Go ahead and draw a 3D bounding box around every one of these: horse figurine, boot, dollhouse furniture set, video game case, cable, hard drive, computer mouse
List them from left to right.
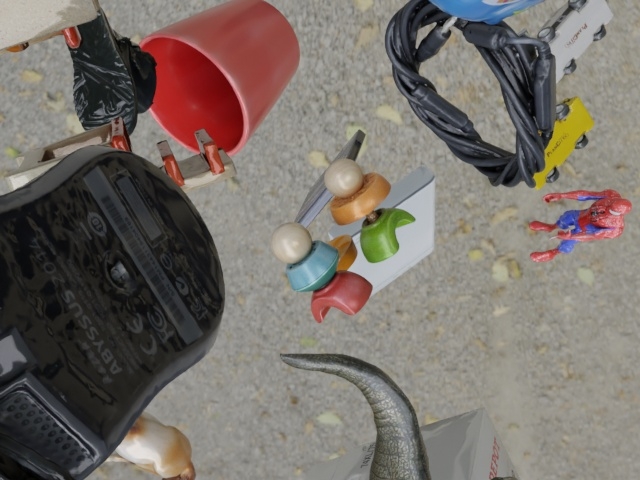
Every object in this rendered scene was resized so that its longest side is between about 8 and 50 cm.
[{"bbox_3d":[-0.127,0.029,0.356,0.072,0.272,0.188,-29,93,19],"label":"computer mouse"},{"bbox_3d":[-0.163,-0.142,0.524,0.135,0.262,0.259,-21,109,-8],"label":"dollhouse furniture set"},{"bbox_3d":[-0.314,-0.241,1.323,0.094,0.246,0.207,-21,166,8],"label":"boot"},{"bbox_3d":[-0.232,0.236,0.992,0.174,0.066,0.263,-7,139,42],"label":"horse figurine"},{"bbox_3d":[0.015,-0.121,1.784,0.026,0.274,0.196,36,115,-8],"label":"video game case"},{"bbox_3d":[0.139,0.001,1.739,0.233,0.047,0.353,-35,156,-8],"label":"hard drive"},{"bbox_3d":[0.118,-0.111,0.665,0.150,0.047,0.184,27,155,31],"label":"cable"}]

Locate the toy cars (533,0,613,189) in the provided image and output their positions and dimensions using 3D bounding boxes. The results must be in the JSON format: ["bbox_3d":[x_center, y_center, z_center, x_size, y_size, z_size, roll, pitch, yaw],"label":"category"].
[{"bbox_3d":[0.458,-0.298,1.632,0.176,0.087,0.393,-1,105,-28],"label":"toy cars"}]

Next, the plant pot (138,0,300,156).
[{"bbox_3d":[-0.184,-0.337,1.627,0.275,0.243,0.275,25,141,22],"label":"plant pot"}]

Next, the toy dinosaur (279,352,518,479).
[{"bbox_3d":[0.089,0.175,0.359,0.313,0.121,0.160,32,155,2],"label":"toy dinosaur"}]

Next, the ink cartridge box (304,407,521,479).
[{"bbox_3d":[0.106,0.331,0.740,0.197,0.198,0.270,-24,98,21],"label":"ink cartridge box"}]

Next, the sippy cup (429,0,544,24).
[{"bbox_3d":[0.133,-0.245,0.456,0.305,0.240,0.224,40,135,-20],"label":"sippy cup"}]

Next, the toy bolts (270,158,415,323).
[{"bbox_3d":[0.000,0.000,1.266,0.218,0.228,0.158,-23,115,42],"label":"toy bolts"}]

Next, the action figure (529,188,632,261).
[{"bbox_3d":[0.401,-0.027,1.391,0.139,0.091,0.280,3,167,-16],"label":"action figure"}]
